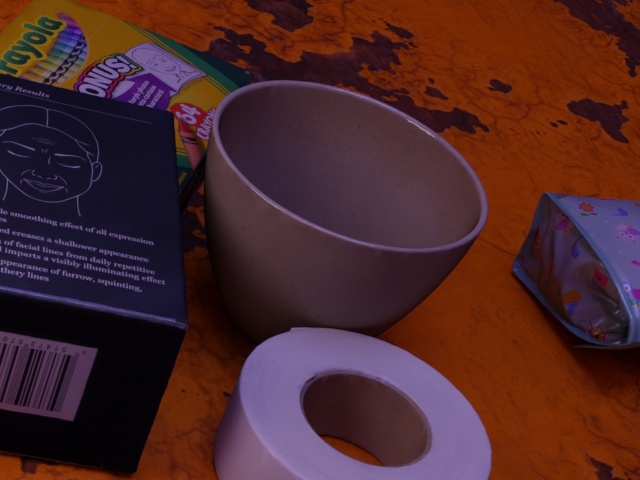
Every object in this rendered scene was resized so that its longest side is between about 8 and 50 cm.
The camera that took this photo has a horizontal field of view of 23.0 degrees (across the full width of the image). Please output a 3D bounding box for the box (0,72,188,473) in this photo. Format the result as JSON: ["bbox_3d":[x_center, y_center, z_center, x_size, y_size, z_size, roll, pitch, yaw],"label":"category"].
[{"bbox_3d":[-0.312,0.017,1.646,0.293,0.212,0.395,12,34,-16],"label":"box"}]

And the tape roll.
[{"bbox_3d":[0.033,0.219,1.664,0.286,0.100,0.286,16,33,-10],"label":"tape roll"}]

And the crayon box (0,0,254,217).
[{"bbox_3d":[-0.286,-0.165,2.028,0.313,0.106,0.363,23,32,0],"label":"crayon box"}]

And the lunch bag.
[{"bbox_3d":[0.419,0.062,2.083,0.223,0.160,0.262,2,32,-30],"label":"lunch bag"}]

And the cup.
[{"bbox_3d":[0.000,0.000,1.838,0.331,0.237,0.331,15,33,-10],"label":"cup"}]
